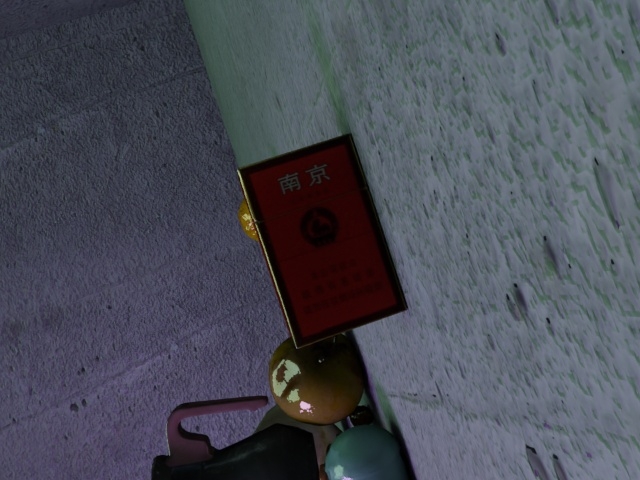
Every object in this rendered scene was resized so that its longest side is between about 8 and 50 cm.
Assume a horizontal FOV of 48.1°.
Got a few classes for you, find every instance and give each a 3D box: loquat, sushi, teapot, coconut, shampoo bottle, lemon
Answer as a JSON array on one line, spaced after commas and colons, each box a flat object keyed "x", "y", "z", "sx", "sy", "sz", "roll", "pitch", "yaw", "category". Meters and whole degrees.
[{"x": -0.009, "y": 0.286, "z": 1.506, "sx": 0.213, "sy": 0.213, "sz": 0.213, "roll": 162, "pitch": 90, "yaw": -82, "category": "loquat"}, {"x": 0.090, "y": 0.391, "z": 1.606, "sx": 0.099, "sy": 0.050, "sz": 0.047, "roll": 157, "pitch": 101, "yaw": -72, "category": "sushi"}, {"x": -0.179, "y": 0.519, "z": 1.513, "sx": 0.305, "sy": 0.361, "sz": 0.376, "roll": -156, "pitch": 57, "yaw": -86, "category": "teapot"}, {"x": -0.083, "y": 0.698, "z": 2.253, "sx": 0.415, "sy": 0.345, "sz": 0.415, "roll": 44, "pitch": -176, "yaw": -4, "category": "coconut"}, {"x": 0.113, "y": 0.511, "z": 1.331, "sx": 0.222, "sy": 0.151, "sz": 0.350, "roll": -101, "pitch": -7, "yaw": -83, "category": "shampoo bottle"}, {"x": -0.131, "y": -0.064, "z": 1.762, "sx": 0.187, "sy": 0.142, "sz": 0.142, "roll": -126, "pitch": 19, "yaw": -75, "category": "lemon"}]

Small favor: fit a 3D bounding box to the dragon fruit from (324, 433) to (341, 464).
[{"x": 0.081, "y": 0.662, "z": 1.607, "sx": 0.302, "sy": 0.240, "sz": 0.330, "roll": 55, "pitch": -174, "yaw": -21, "category": "dragon fruit"}]

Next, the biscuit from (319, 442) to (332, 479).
[{"x": 0.036, "y": 0.541, "z": 1.438, "sx": 0.324, "sy": 0.049, "sz": 0.205, "roll": -86, "pitch": -16, "yaw": -62, "category": "biscuit"}]

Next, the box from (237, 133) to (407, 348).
[{"x": 0.000, "y": 0.000, "z": 0.925, "sx": 0.074, "sy": 0.153, "sz": 0.240, "roll": 163, "pitch": 89, "yaw": -87, "category": "box"}]
